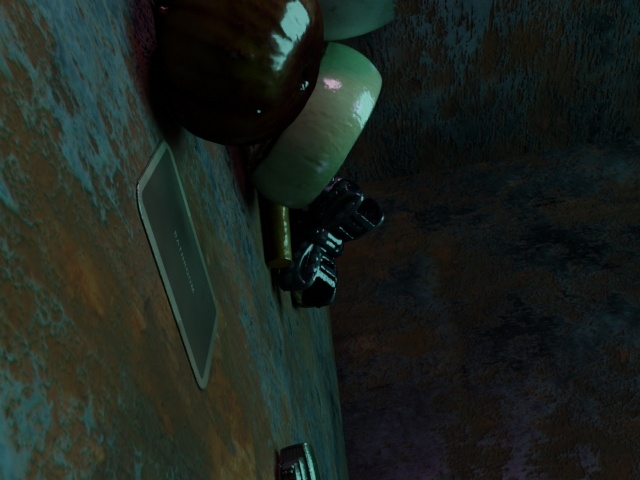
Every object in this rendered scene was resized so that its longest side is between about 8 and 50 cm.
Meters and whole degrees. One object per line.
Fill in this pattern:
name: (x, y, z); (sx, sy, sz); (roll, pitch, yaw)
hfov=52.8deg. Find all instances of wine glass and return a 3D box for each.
wine glass: (-0.031, -0.440, 1.174); (0.190, 0.356, 0.191); (-17, 90, -81)

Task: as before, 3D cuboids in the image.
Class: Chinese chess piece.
Chinese chess piece: (-0.021, -0.236, 1.324); (0.349, 0.146, 0.349); (-55, -167, 20)

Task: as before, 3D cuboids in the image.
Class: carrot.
carrot: (-0.102, -0.048, 1.472); (0.067, 0.067, 0.225); (73, 10, -65)

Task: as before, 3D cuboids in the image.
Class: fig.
fig: (-0.101, -0.233, 0.804); (0.235, 0.214, 0.235); (-3, 90, -80)

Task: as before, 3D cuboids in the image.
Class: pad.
pad: (-0.159, 0.028, 0.756); (0.176, 0.002, 0.266); (-94, 174, -62)

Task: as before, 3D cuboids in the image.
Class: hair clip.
hair clip: (-0.001, -0.004, 1.551); (0.194, 0.310, 0.206); (39, -10, -37)

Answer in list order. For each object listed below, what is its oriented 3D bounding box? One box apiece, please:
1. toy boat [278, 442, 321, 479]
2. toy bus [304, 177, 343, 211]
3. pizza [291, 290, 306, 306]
toy boat: (-0.029, 0.481, 1.099); (0.085, 0.078, 0.261); (30, 44, -54)
toy bus: (-0.031, -0.106, 1.705); (0.096, 0.198, 0.108); (67, 17, -74)
pizza: (-0.038, -0.013, 1.948); (0.440, 0.130, 0.406); (-86, 168, -77)
